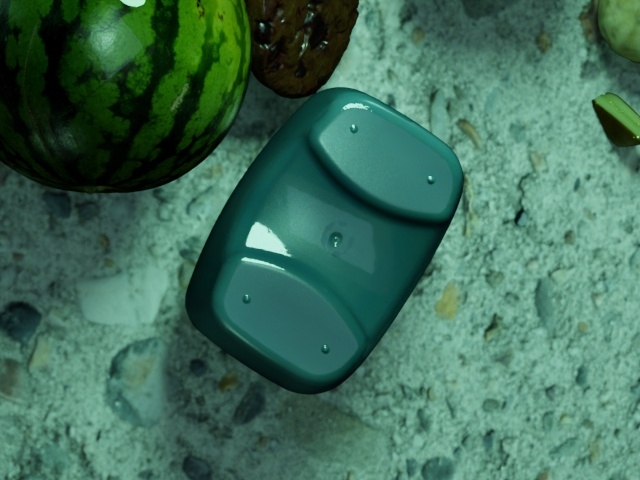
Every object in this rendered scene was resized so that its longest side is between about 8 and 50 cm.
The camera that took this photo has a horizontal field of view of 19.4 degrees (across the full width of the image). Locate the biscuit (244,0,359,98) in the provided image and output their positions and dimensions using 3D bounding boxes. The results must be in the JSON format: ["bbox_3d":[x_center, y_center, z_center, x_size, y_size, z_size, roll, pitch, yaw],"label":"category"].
[{"bbox_3d":[-0.014,-0.229,1.828,0.049,0.192,0.192,15,91,24],"label":"biscuit"}]

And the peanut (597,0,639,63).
[{"bbox_3d":[0.404,-0.255,1.981,0.224,0.129,0.129,-14,100,-18],"label":"peanut"}]

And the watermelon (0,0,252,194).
[{"bbox_3d":[-0.202,-0.180,1.699,0.285,0.285,0.285,-2,96,-19],"label":"watermelon"}]

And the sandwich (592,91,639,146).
[{"bbox_3d":[0.328,-0.122,2.016,0.031,0.044,0.083,-31,61,-18],"label":"sandwich"}]

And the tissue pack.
[{"bbox_3d":[0.000,0.000,1.836,0.198,0.206,0.287,31,83,-10],"label":"tissue pack"}]
